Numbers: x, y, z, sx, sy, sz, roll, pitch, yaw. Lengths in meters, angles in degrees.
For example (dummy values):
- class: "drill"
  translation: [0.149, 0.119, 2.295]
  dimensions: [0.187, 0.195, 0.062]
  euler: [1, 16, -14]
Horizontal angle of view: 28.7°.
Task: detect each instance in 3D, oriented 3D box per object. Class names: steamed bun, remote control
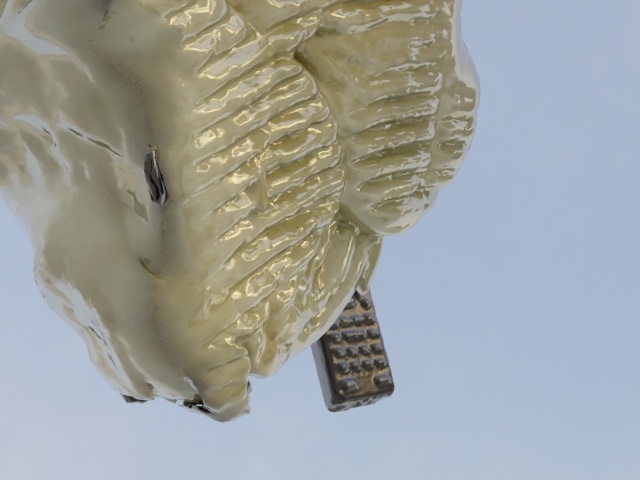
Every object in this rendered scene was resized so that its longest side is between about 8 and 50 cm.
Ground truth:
- class: "steamed bun"
  translation: [-0.082, -0.108, 0.726]
  dimensions: [0.237, 0.394, 0.347]
  euler: [15, -10, 38]
- class: "remote control"
  translation: [0.000, 0.000, 0.901]
  dimensions: [0.063, 0.245, 0.025]
  euler: [-3, -16, -39]
